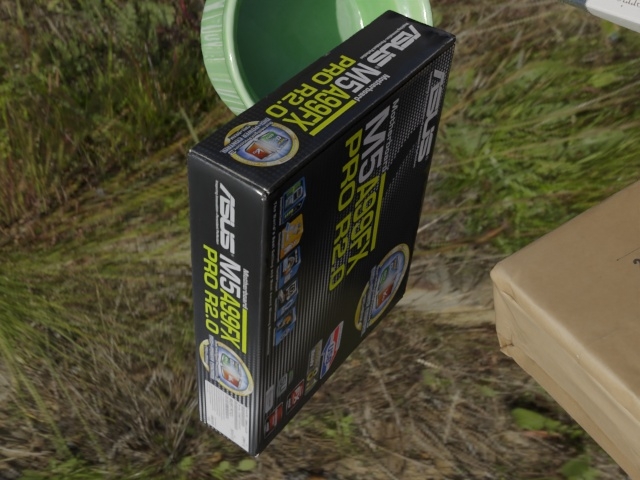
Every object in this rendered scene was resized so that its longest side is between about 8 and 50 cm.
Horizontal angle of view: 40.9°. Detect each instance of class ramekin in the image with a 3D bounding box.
[{"bbox_3d":[-0.012,-0.273,1.158,0.303,0.148,0.303,-6,102,-27],"label":"ramekin"}]

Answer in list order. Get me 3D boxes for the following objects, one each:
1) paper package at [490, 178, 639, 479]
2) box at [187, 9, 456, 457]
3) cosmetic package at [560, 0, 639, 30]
[{"bbox_3d":[0.397,0.083,0.884,0.325,0.168,0.309,-29,42,-9],"label":"paper package"},{"bbox_3d":[0.000,0.000,0.623,0.060,0.270,0.216,30,48,22],"label":"box"},{"bbox_3d":[0.410,-0.400,0.910,0.155,0.197,0.365,10,109,-33],"label":"cosmetic package"}]
